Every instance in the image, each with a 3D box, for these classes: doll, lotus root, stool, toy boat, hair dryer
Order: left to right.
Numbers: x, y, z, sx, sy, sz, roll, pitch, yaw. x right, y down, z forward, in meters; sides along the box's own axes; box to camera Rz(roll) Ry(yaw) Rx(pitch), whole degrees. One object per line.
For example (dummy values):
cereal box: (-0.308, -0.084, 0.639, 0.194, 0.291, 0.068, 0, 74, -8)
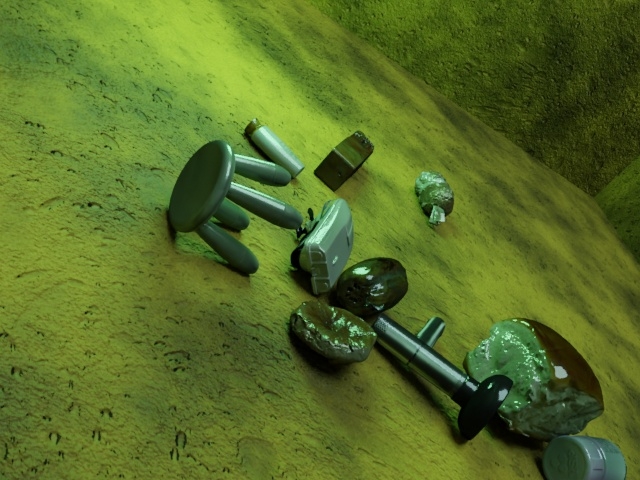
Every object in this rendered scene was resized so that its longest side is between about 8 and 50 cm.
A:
stool: (-0.167, -0.073, 1.628, 0.198, 0.195, 0.195, 27, 29, -32)
toy boat: (0.005, 0.003, 1.844, 0.140, 0.141, 0.269, 35, 27, -14)
lotus root: (0.118, 0.103, 1.843, 0.241, 0.123, 0.124, -12, 88, -63)
doll: (0.364, -0.133, 2.571, 0.115, 0.105, 0.221, 35, 23, -30)
hair dryer: (0.294, 0.248, 1.830, 0.320, 0.156, 0.284, 42, 38, 18)

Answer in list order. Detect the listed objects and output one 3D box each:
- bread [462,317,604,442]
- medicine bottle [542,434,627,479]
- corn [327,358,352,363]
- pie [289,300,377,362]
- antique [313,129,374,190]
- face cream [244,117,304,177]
bread: (0.509, 0.323, 1.923, 0.279, 0.225, 0.250, 30, 18, -39)
medicine bottle: (0.600, 0.512, 1.871, 0.168, 0.135, 0.135, 17, 35, -43)
corn: (0.041, 0.232, 1.638, 0.027, 0.028, 0.083, 28, 10, 39)
pie: (0.024, 0.179, 1.638, 0.195, 0.046, 0.195, 21, 17, -7)
antique: (0.079, -0.237, 2.347, 0.087, 0.093, 0.310, 42, 25, 0)
face cream: (-0.118, -0.238, 2.117, 0.182, 0.051, 0.072, 45, 27, 3)
